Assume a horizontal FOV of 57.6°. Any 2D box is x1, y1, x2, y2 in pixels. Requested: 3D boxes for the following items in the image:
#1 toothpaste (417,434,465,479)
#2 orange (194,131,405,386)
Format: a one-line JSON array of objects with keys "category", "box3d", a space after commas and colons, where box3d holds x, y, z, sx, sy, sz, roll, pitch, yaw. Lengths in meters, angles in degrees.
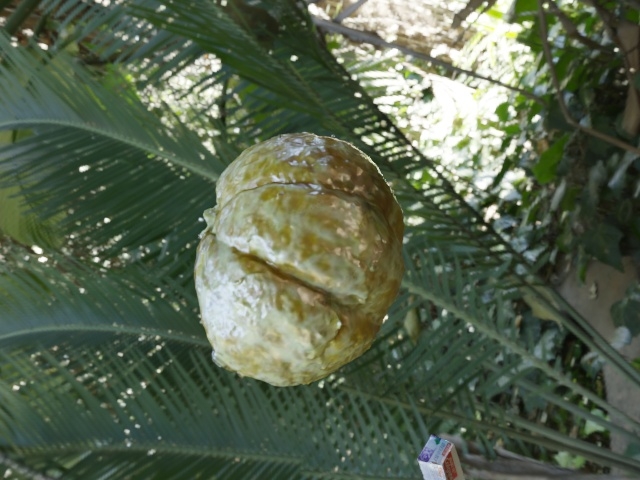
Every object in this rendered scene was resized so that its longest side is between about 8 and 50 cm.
[{"category": "toothpaste", "box3d": [0.189, 0.369, 0.864, 0.047, 0.040, 0.196, -47, -49, -34]}, {"category": "orange", "box3d": [0.000, 0.000, 0.760, 0.210, 0.271, 0.368, -33, 34, 36]}]
